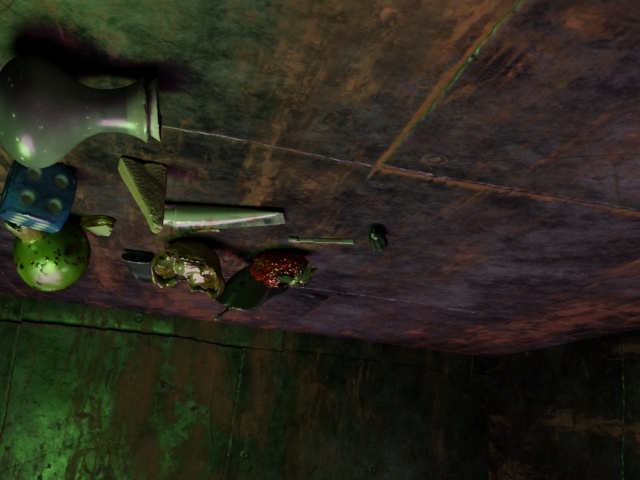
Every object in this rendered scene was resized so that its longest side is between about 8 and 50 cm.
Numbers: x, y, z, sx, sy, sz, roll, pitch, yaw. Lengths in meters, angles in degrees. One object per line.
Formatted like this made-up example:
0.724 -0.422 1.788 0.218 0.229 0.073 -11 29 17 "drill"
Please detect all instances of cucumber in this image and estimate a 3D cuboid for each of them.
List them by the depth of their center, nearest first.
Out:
0.151 -0.006 1.910 0.048 0.048 0.105 3 165 11 "cucumber"

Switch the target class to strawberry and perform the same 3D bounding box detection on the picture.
-0.124 0.075 2.248 0.174 0.098 0.228 -3 -167 -31 "strawberry"

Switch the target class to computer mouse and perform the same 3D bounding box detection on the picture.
-0.230 0.152 2.311 0.167 0.090 0.379 11 -154 23 "computer mouse"

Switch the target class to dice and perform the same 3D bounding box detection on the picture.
-0.657 -0.106 1.681 0.146 0.146 0.143 19 163 -28 "dice"

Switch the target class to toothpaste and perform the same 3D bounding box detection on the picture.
-0.253 -0.059 1.861 0.323 0.066 0.100 0 165 1 "toothpaste"

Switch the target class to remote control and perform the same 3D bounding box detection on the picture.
-0.640 0.100 2.605 0.107 0.044 0.377 3 166 -7 "remote control"

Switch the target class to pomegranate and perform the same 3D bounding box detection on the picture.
-0.781 0.000 2.071 0.230 0.231 0.286 -1 122 25 "pomegranate"

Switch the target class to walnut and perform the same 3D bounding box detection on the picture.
-0.395 0.070 2.229 0.238 0.141 0.204 13 143 7 "walnut"

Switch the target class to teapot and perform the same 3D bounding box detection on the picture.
-0.387 -0.209 1.176 0.250 0.184 0.183 -2 166 -10 "teapot"

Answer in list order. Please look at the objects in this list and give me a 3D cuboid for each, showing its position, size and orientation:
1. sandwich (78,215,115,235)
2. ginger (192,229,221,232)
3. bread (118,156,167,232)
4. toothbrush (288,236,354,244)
-0.630 -0.043 2.095 0.104 0.036 0.093 -5 160 31 "sandwich"
-0.326 -0.038 2.015 0.097 0.030 0.048 7 -167 6 "ginger"
-0.397 -0.098 1.600 0.105 0.152 0.077 6 165 -20 "bread"
0.001 0.001 2.058 0.194 0.014 0.017 2 164 13 "toothbrush"
